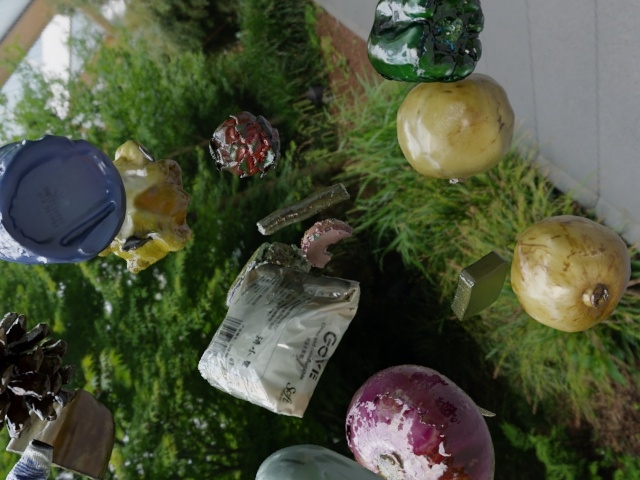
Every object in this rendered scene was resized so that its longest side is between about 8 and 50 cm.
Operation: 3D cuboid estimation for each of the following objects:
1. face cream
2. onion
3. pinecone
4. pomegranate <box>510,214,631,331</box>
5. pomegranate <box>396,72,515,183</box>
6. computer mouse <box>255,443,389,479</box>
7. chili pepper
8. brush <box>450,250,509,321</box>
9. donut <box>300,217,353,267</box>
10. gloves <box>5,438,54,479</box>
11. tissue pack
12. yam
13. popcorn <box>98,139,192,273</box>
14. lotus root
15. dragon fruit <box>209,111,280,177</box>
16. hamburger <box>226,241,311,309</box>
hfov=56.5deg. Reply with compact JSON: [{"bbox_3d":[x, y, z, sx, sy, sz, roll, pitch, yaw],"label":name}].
[{"bbox_3d":[-0.537,-0.077,1.161,0.225,0.249,0.249,-3,113,43],"label":"face cream"},{"bbox_3d":[0.230,0.449,1.381,0.345,0.357,0.359,-56,-47,-54],"label":"onion"},{"bbox_3d":[-0.822,0.357,1.597,0.384,0.384,0.385,161,90,-89],"label":"pinecone"},{"bbox_3d":[0.464,0.062,1.099,0.215,0.215,0.216,161,90,-89],"label":"pomegranate"},{"bbox_3d":[0.377,-0.313,1.676,0.332,0.332,0.333,161,90,-89],"label":"pomegranate"},{"bbox_3d":[0.008,0.385,0.920,0.128,0.230,0.079,-53,-35,-55],"label":"computer mouse"},{"bbox_3d":[0.248,-0.499,1.451,0.256,0.233,0.249,23,95,51],"label":"chili pepper"},{"bbox_3d":[0.402,0.118,1.510,0.059,0.123,0.197,53,161,32],"label":"brush"},{"bbox_3d":[0.000,0.000,1.631,0.117,0.166,0.065,19,-147,-35],"label":"donut"},{"bbox_3d":[-0.787,0.645,1.583,0.097,0.119,0.229,23,-96,-79],"label":"gloves"},{"bbox_3d":[-0.110,0.231,1.496,0.389,0.376,0.195,11,157,46],"label":"tissue pack"},{"bbox_3d":[-0.058,-0.101,1.920,0.067,0.317,0.071,63,-169,-11],"label":"yam"},{"bbox_3d":[-0.466,-0.079,1.561,0.297,0.316,0.281,32,168,2],"label":"popcorn"},{"bbox_3d":[-0.811,0.637,1.933,0.316,0.315,0.250,72,-155,-49],"label":"lotus root"},{"bbox_3d":[-0.199,-0.251,1.577,0.182,0.188,0.183,180,90,-78],"label":"dragon fruit"},{"bbox_3d":[-0.151,0.111,1.818,0.167,0.288,0.192,35,-153,-7],"label":"hamburger"}]
